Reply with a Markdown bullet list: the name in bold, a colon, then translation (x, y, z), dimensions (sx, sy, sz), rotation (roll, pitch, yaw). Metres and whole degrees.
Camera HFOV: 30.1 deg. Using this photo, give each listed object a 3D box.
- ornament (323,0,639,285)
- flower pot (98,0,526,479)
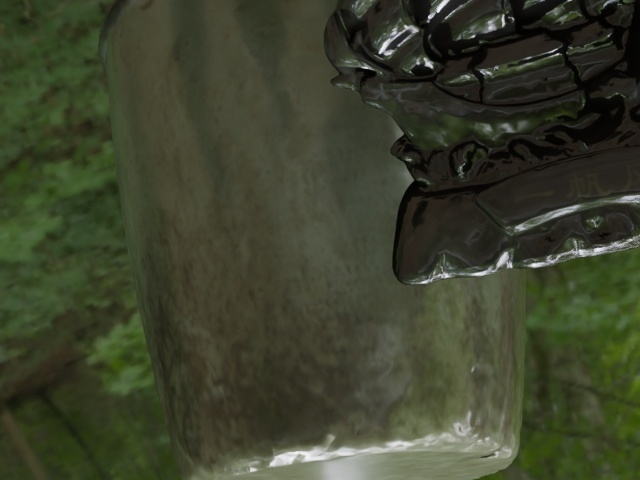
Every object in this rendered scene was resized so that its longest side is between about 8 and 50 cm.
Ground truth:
- **ornament**: translation (0.119, -0.128, 0.553), dimensions (0.251, 0.260, 0.106), rotation (-12, -169, 17)
- **flower pot**: translation (0.000, 0.000, 0.806), dimensions (0.294, 0.330, 0.293), rotation (-4, 159, -2)
